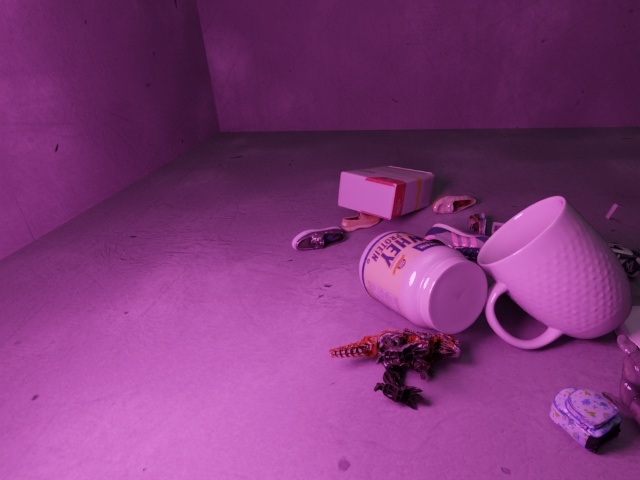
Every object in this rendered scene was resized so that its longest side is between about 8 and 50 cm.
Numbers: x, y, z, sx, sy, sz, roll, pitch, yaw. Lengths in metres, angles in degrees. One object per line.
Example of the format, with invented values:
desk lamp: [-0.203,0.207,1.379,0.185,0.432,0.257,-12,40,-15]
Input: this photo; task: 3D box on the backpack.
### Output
backpack: [0.564,0.370,0.884,0.105,0.084,0.114,-15,27,-23]

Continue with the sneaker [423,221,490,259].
sneaker: [0.520,0.039,1.504,0.319,0.112,0.131,21,54,43]

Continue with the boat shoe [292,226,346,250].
boat shoe: [0.000,0.000,1.664,0.229,0.080,0.076,-11,27,-27]

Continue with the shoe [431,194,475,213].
shoe: [0.606,-0.167,1.873,0.219,0.076,0.058,-14,25,-21]

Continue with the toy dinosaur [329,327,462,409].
toy dinosaur: [0.197,0.298,1.055,0.322,0.164,0.218,-21,12,8]

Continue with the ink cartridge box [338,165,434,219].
ink cartridge box: [0.307,-0.230,1.876,0.279,0.160,0.385,19,24,36]

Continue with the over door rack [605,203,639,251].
over door rack: [1.090,0.034,1.323,0.324,0.108,0.239,26,29,-8]

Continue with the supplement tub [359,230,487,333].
supplement tub: [0.284,0.112,1.188,0.236,0.235,0.325,-17,19,-21]

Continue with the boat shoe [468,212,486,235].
boat shoe: [0.645,-0.062,1.698,0.066,0.066,0.183,-1,18,17]

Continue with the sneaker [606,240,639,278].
sneaker: [0.962,0.073,1.358,0.235,0.093,0.153,-6,18,-25]

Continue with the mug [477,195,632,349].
mug: [0.611,0.124,1.112,0.374,0.328,0.276,-44,1,-2]

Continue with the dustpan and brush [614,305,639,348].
dustpan and brush: [0.853,0.217,1.143,0.147,0.060,0.211,-34,40,-6]

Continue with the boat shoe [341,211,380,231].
boat shoe: [0.180,-0.093,1.803,0.190,0.072,0.068,-18,31,-24]

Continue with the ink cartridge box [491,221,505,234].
ink cartridge box: [0.817,-0.029,1.583,0.233,0.066,0.189,8,6,-21]

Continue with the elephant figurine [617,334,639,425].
elephant figurine: [0.790,0.321,0.872,0.240,0.185,0.169,-1,15,7]
